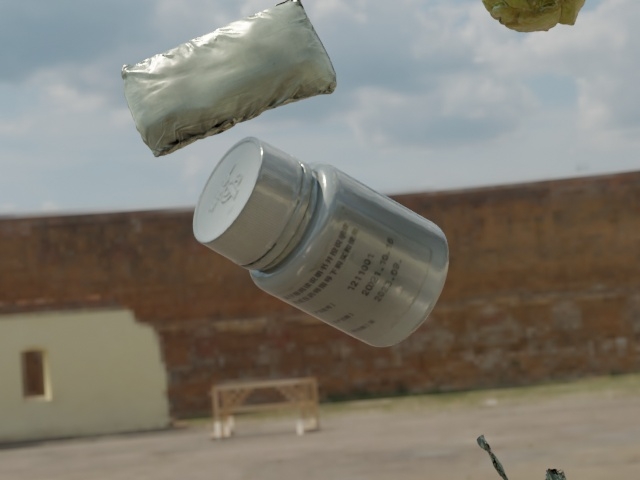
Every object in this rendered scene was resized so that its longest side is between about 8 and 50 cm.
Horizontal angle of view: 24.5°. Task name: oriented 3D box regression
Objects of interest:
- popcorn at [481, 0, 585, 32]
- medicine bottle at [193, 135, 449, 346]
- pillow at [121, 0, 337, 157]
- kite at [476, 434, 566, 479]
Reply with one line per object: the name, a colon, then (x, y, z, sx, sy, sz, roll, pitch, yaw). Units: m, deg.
popcorn: (0.230, -0.273, 1.551, 0.116, 0.121, 0.106, 35, 2, 36)
medicine bottle: (0.000, 0.000, 0.819, 0.130, 0.080, 0.080, 28, -20, -26)
pillow: (-0.104, -0.179, 1.623, 0.229, 0.128, 0.051, -21, -23, 3)
kite: (0.257, 0.331, 1.657, 0.013, 0.268, 0.323, -38, -6, 21)
